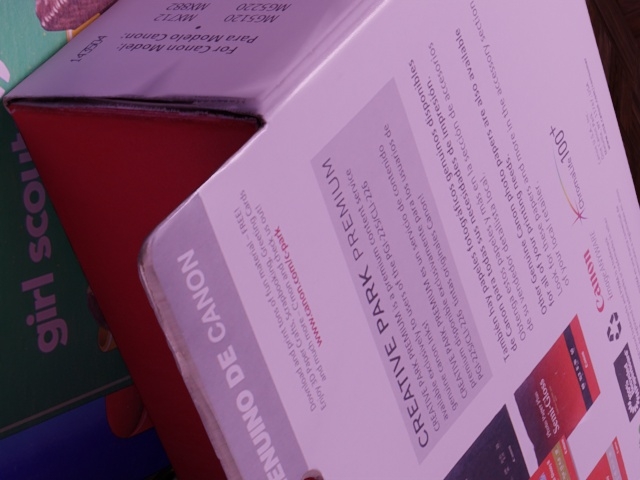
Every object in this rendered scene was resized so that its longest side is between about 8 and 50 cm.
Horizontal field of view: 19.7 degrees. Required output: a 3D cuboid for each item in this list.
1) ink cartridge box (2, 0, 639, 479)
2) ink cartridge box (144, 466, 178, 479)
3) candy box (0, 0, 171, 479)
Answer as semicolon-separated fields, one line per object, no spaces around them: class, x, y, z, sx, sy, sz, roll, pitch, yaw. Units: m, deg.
ink cartridge box;0.013;0.039;0.738;0.272;0.130;0.309;-47;129;-38
ink cartridge box;-0.058;0.081;0.962;0.273;0.197;0.114;63;23;-11
candy box;-0.159;-0.021;0.707;0.317;0.122;0.268;-20;111;-50
